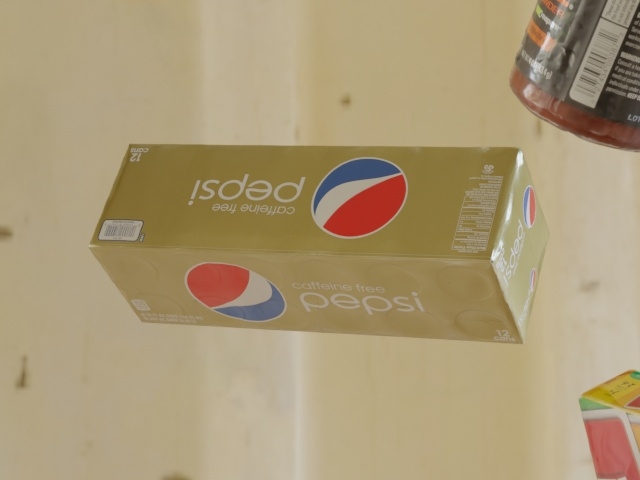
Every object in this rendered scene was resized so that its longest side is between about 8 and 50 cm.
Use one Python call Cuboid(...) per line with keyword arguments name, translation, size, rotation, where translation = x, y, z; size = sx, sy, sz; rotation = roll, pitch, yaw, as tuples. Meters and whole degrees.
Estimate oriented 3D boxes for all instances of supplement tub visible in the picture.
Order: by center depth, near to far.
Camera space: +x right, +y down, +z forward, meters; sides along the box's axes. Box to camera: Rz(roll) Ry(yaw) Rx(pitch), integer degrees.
Cuboid(name="supplement tub", translation=(0.188, -0.158, 0.986), size=(0.106, 0.106, 0.198), rotation=(11, -66, -21))

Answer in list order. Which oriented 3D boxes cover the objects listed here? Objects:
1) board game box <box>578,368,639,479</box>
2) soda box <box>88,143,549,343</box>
Cuboid(name="board game box", translation=(0.168, 0.181, 0.629), size=(0.039, 0.259, 0.124), rotation=(-24, 17, -22))
Cuboid(name="soda box", translation=(0.000, 0.000, 0.720), size=(0.181, 0.058, 0.061), rotation=(3, -35, 24))
